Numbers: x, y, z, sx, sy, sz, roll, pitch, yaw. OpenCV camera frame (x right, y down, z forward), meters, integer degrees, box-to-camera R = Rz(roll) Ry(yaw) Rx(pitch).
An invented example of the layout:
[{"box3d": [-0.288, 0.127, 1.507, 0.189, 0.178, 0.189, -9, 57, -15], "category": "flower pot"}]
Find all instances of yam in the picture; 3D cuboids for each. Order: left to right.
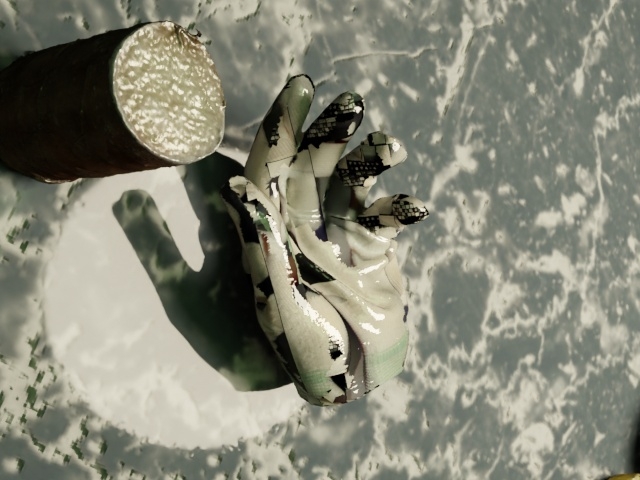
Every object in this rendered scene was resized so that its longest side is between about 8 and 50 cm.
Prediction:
[{"box3d": [-0.117, -0.071, 0.502, 0.079, 0.141, 0.079, 2, 87, -44], "category": "yam"}]

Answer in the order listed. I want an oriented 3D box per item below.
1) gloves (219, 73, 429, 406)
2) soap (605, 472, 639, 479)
[{"box3d": [-0.001, -0.002, 0.617, 0.128, 0.111, 0.212, -15, 102, -14], "category": "gloves"}, {"box3d": [0.272, 0.344, 0.867, 0.092, 0.037, 0.252, -11, 96, -39], "category": "soap"}]
